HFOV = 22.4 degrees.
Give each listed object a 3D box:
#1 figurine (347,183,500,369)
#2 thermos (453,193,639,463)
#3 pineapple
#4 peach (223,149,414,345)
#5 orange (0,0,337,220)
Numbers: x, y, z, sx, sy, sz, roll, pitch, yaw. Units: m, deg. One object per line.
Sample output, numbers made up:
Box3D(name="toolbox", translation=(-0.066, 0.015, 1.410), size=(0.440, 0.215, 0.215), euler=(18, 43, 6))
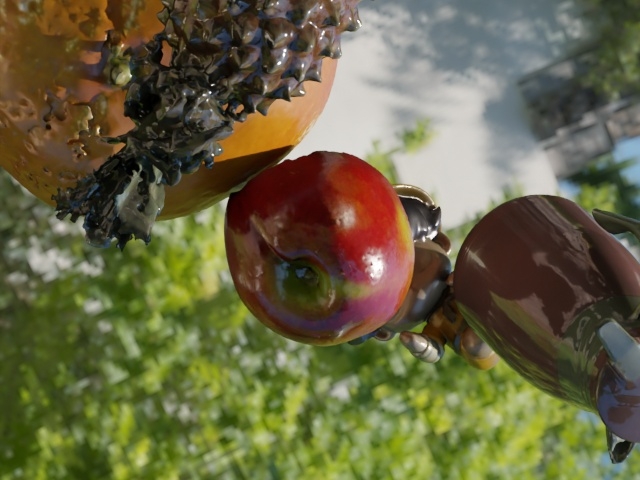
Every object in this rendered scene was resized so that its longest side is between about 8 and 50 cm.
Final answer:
Box3D(name="figurine", translation=(0.103, 0.051, 1.826), size=(0.192, 0.257, 0.167), euler=(-52, 167, -14))
Box3D(name="thermos", translation=(0.218, 0.057, 1.308), size=(0.146, 0.176, 0.265), euler=(6, -164, -16))
Box3D(name="pineapple", translation=(-0.085, -0.145, 1.322), size=(0.361, 0.175, 0.175), euler=(-56, -160, -7))
Box3D(name="peach", translation=(0.000, 0.000, 1.613), size=(0.196, 0.190, 0.226), euler=(16, -158, 2))
Box3D(name="orange", translation=(-0.184, -0.221, 1.598), size=(0.424, 0.424, 0.326), euler=(-21, -162, 12))
